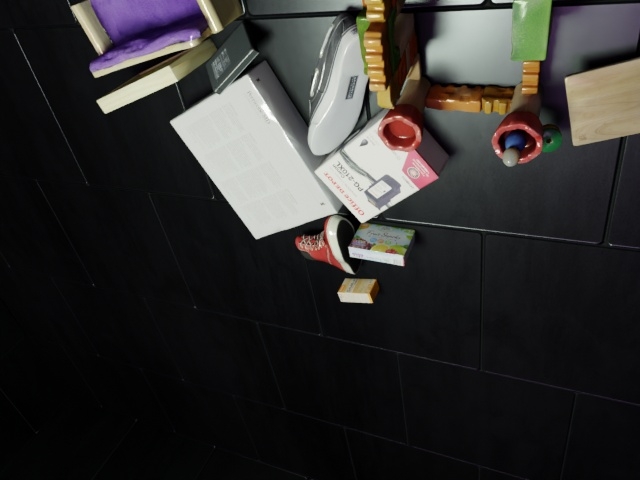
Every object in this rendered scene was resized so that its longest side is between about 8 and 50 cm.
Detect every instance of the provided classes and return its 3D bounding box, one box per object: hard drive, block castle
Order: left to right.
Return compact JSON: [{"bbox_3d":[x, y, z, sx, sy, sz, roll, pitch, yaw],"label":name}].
[{"bbox_3d":[-0.192,-0.394,1.191,0.135,0.094,0.022,-37,146,29],"label":"hard drive"},{"bbox_3d":[0.218,-0.334,0.879,0.302,0.213,0.453,9,143,22],"label":"block castle"}]

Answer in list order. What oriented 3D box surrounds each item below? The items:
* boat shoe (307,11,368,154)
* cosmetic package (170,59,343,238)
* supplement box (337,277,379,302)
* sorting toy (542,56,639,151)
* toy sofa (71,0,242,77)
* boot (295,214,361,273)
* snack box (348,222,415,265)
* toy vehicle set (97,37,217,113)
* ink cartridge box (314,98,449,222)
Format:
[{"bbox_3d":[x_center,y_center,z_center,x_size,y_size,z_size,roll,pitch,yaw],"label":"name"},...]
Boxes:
[{"bbox_3d":[0.024,-0.318,1.146,0.102,0.108,0.301,55,146,30],"label":"boat shoe"},{"bbox_3d":[-0.146,-0.201,1.347,0.284,0.097,0.377,-14,119,40],"label":"cosmetic package"},{"bbox_3d":[0.105,0.138,1.524,0.098,0.062,0.036,-1,128,30],"label":"supplement box"},{"bbox_3d":[0.508,-0.247,0.953,0.274,0.046,0.132,-10,123,22],"label":"sorting toy"},{"bbox_3d":[-0.366,-0.481,1.172,0.362,0.177,0.150,-2,127,33],"label":"toy sofa"},{"bbox_3d":[0.000,0.000,1.407,0.176,0.089,0.244,16,158,21],"label":"boot"},{"bbox_3d":[0.152,0.007,1.354,0.141,0.100,0.037,9,133,22],"label":"snack box"},{"bbox_3d":[-0.378,-0.379,1.275,0.266,0.166,0.035,-9,123,36],"label":"toy vehicle set"},{"bbox_3d":[0.130,-0.168,1.213,0.172,0.100,0.237,46,135,-12],"label":"ink cartridge box"}]
